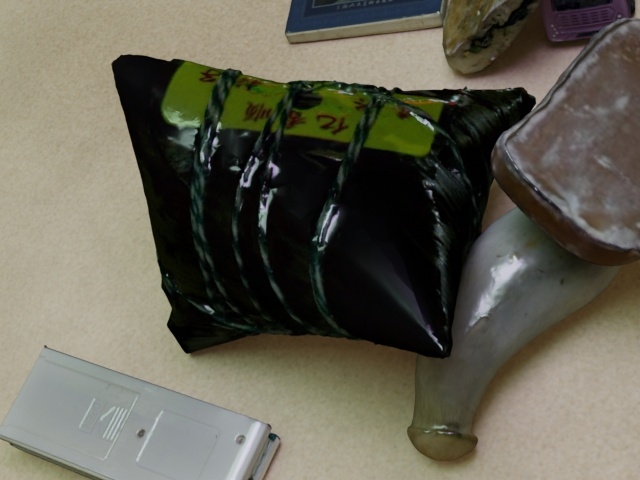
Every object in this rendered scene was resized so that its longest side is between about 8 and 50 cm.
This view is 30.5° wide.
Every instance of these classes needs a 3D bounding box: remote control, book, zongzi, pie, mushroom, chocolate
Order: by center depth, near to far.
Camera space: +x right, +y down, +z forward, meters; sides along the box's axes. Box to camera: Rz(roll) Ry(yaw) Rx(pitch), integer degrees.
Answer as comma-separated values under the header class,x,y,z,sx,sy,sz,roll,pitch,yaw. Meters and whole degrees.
class,x,y,z,sx,sy,sz,roll,pitch,yaw
zongzi,0.000,0.000,0.996,0.383,0.319,0.362,-9,30,13
chocolate,0.249,-0.077,1.009,0.157,0.080,0.254,43,57,3
mushroom,0.155,0.066,1.034,0.118,0.103,0.270,43,83,-8
remote control,-0.179,0.190,1.135,0.277,0.055,0.103,14,67,28
pie,0.184,-0.275,1.191,0.052,0.218,0.185,17,65,-10
book,0.067,-0.352,1.379,0.191,0.025,0.269,-2,60,22

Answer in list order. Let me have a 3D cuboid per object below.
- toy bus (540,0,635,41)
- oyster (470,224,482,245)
class,x,y,z,sx,sy,sz,roll,pitch,yaw
toy bus,0.270,-0.309,1.213,0.096,0.108,0.199,-5,59,20
oyster,0.114,0.010,1.121,0.103,0.051,0.148,-3,57,42
